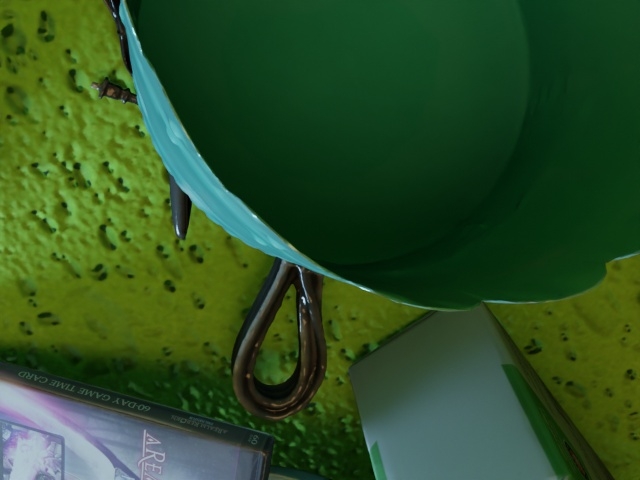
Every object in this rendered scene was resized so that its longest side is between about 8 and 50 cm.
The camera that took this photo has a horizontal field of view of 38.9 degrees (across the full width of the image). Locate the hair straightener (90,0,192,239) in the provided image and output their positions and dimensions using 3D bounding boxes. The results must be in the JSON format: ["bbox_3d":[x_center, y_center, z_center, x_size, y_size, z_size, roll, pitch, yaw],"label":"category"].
[{"bbox_3d":[-0.099,-0.100,0.553,0.089,0.047,0.231,-6,126,0],"label":"hair straightener"}]

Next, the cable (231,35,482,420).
[{"bbox_3d":[0.000,0.000,0.591,0.139,0.072,0.287,23,106,-24],"label":"cable"}]

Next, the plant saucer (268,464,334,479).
[{"bbox_3d":[-0.005,0.301,0.738,0.317,0.044,0.318,12,122,20],"label":"plant saucer"}]

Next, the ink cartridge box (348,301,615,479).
[{"bbox_3d":[0.161,0.211,0.663,0.121,0.211,0.289,-34,117,10],"label":"ink cartridge box"}]

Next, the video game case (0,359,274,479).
[{"bbox_3d":[-0.179,0.190,0.688,0.274,0.026,0.196,14,120,7],"label":"video game case"}]

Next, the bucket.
[{"bbox_3d":[0.036,-0.106,0.430,0.281,0.183,0.281,0,89,-15],"label":"bucket"}]
